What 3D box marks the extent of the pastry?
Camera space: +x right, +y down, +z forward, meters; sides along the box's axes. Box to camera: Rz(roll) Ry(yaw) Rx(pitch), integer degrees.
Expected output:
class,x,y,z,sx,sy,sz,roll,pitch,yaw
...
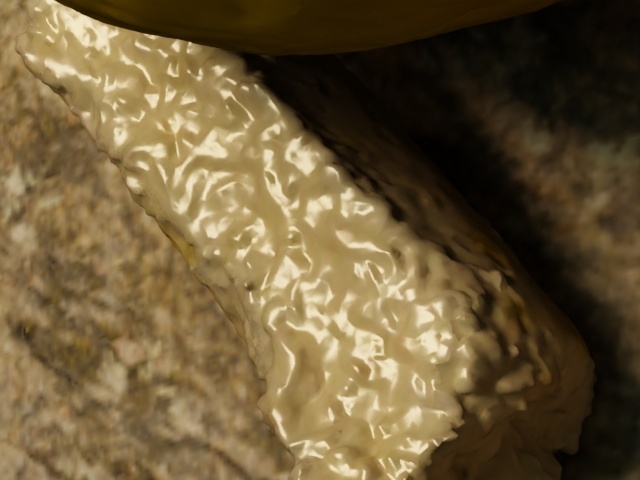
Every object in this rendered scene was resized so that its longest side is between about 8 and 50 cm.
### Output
class,x,y,z,sx,sy,sz,roll,pitch,yaw
pastry,-0.005,-0.002,0.534,0.258,0.121,0.089,51,117,35

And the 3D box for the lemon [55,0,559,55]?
class,x,y,z,sx,sy,sz,roll,pitch,yaw
lemon,-0.003,-0.210,0.440,0.348,0.348,0.348,-11,72,39
